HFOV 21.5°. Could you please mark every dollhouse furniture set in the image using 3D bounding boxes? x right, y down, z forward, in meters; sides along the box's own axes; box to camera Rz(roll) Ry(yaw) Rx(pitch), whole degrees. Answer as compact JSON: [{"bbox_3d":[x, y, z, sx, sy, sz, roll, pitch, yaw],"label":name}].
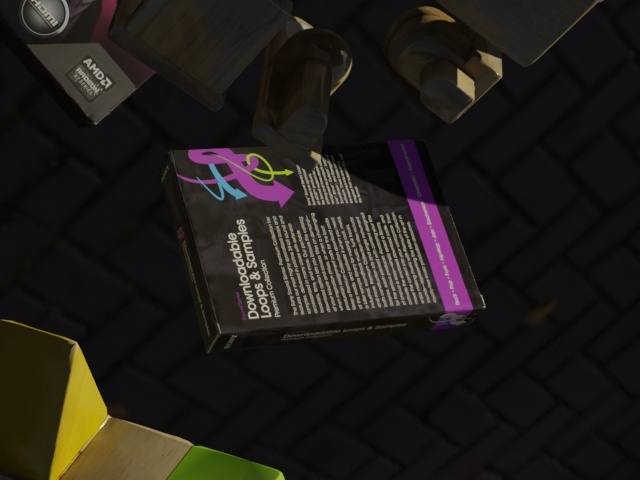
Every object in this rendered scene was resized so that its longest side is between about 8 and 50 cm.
[{"bbox_3d":[0.018,-0.128,0.732,0.144,0.123,0.151,34,122,-19],"label":"dollhouse furniture set"}]

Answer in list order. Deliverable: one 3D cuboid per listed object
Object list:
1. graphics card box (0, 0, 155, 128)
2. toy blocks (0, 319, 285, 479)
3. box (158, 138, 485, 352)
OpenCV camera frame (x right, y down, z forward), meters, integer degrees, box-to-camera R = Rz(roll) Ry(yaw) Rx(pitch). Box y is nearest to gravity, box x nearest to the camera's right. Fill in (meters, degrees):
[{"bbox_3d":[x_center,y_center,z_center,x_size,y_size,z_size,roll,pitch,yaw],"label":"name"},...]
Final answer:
[{"bbox_3d":[-0.153,-0.306,1.536,0.371,0.094,0.233,-42,103,-11],"label":"graphics card box"},{"bbox_3d":[-0.230,0.179,0.774,0.261,0.381,0.191,-52,141,-35],"label":"toy blocks"},{"bbox_3d":[0.000,0.000,0.935,0.162,0.116,0.029,-3,150,-26],"label":"box"}]
